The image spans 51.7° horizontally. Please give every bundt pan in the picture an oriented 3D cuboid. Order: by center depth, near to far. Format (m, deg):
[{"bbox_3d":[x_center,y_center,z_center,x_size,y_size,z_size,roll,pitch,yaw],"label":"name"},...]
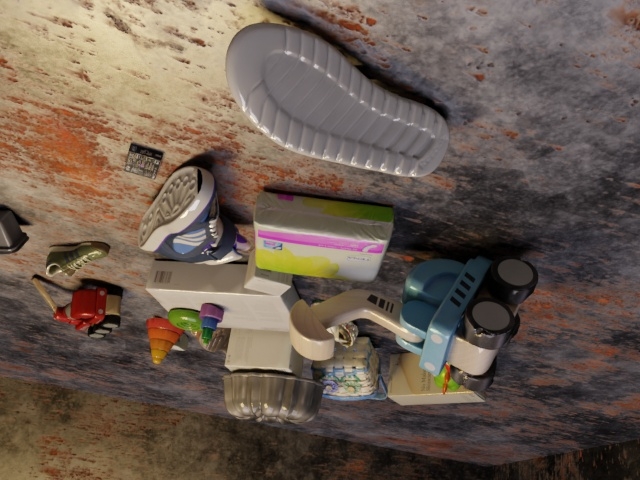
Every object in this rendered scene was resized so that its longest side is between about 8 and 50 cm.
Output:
[{"bbox_3d":[-0.151,0.499,2.053,0.331,0.124,0.331,4,160,2],"label":"bundt pan"}]

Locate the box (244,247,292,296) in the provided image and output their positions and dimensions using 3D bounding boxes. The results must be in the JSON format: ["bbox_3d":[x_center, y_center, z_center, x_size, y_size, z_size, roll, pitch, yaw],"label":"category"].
[{"bbox_3d":[-0.126,0.073,1.653,0.102,0.101,0.087,18,152,-19],"label":"box"}]

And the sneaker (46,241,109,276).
[{"bbox_3d":[-0.655,0.058,1.768,0.192,0.086,0.064,-4,151,21],"label":"sneaker"}]

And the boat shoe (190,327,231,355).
[{"bbox_3d":[-0.319,0.302,2.156,0.116,0.123,0.324,33,173,26],"label":"boat shoe"}]

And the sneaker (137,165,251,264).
[{"bbox_3d":[-0.237,-0.043,1.453,0.236,0.130,0.323,13,149,-33],"label":"sneaker"}]

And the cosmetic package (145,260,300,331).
[{"bbox_3d":[-0.258,0.162,1.862,0.378,0.097,0.284,2,151,10],"label":"cosmetic package"}]

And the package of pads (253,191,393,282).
[{"bbox_3d":[0.000,0.000,1.483,0.297,0.101,0.229,8,152,-1],"label":"package of pads"}]

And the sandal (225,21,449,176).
[{"bbox_3d":[0.024,-0.206,1.068,0.417,0.169,0.102,23,-171,-29],"label":"sandal"}]

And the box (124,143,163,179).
[{"bbox_3d":[-0.363,-0.159,1.350,0.067,0.018,0.083,15,152,-15],"label":"box"}]

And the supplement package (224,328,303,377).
[{"bbox_3d":[-0.162,0.320,2.038,0.203,0.194,0.149,0,154,15],"label":"supplement package"}]

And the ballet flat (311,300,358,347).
[{"bbox_3d":[0.048,0.259,2.000,0.091,0.077,0.241,-10,148,31],"label":"ballet flat"}]

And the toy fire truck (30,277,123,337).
[{"bbox_3d":[-0.752,0.191,2.015,0.247,0.158,0.217,12,155,-32],"label":"toy fire truck"}]

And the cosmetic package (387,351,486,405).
[{"bbox_3d":[0.390,0.458,2.217,0.310,0.160,0.113,-12,146,31],"label":"cosmetic package"}]

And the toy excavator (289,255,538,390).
[{"bbox_3d":[0.209,0.171,1.520,0.446,0.433,0.222,24,140,21],"label":"toy excavator"}]

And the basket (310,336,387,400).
[{"bbox_3d":[0.084,0.449,2.221,0.255,0.201,0.288,-2,142,15],"label":"basket"}]

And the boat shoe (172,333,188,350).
[{"bbox_3d":[-0.543,0.335,2.285,0.081,0.079,0.227,-7,153,17],"label":"boat shoe"}]

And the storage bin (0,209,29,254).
[{"bbox_3d":[-0.812,-0.029,1.647,0.135,0.098,0.091,2,125,10],"label":"storage bin"}]

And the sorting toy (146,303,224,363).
[{"bbox_3d":[-0.399,0.278,1.893,0.127,0.126,0.366,26,150,-32],"label":"sorting toy"}]

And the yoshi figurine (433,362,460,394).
[{"bbox_3d":[0.399,0.300,1.953,0.203,0.203,0.362,-27,144,-22],"label":"yoshi figurine"}]
